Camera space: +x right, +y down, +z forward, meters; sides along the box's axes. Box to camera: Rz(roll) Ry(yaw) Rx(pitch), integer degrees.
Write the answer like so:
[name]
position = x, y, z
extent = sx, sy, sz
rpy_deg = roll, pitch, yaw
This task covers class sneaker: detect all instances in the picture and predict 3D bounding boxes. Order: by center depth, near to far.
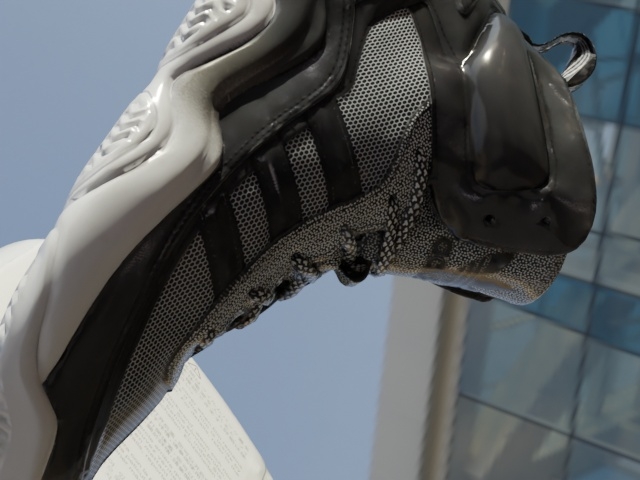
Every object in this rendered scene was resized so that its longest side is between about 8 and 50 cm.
[sneaker]
position = 0.000, 0.000, 0.465
extent = 0.153, 0.101, 0.268
rpy_deg = 32, -111, -6

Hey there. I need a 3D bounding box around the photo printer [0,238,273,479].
[photo printer]
position = -0.124, 0.124, 0.738
extent = 0.107, 0.307, 0.256
rpy_deg = -35, -84, 10
